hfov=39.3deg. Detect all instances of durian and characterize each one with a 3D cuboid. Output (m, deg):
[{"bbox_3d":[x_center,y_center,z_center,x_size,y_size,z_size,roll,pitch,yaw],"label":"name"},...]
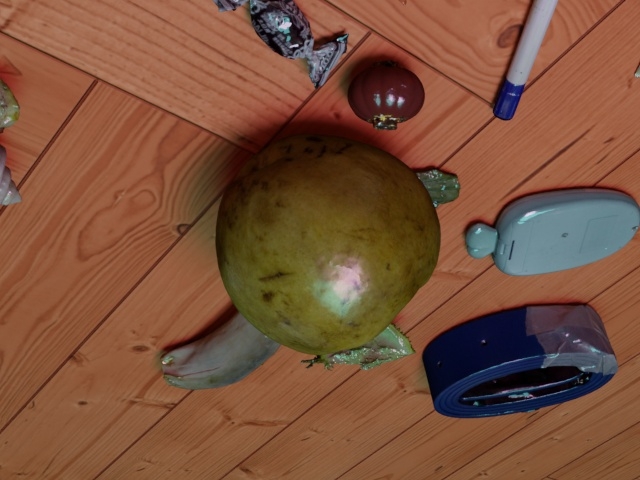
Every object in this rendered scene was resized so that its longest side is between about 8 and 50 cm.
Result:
[{"bbox_3d":[0.058,0.176,1.566,0.215,0.100,0.086,-4,136,-18],"label":"durian"}]

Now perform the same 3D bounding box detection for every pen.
[{"bbox_3d":[0.275,-0.269,1.164,0.033,0.033,0.269,-1,138,-12],"label":"pen"}]

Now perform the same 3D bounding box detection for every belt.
[{"bbox_3d":[0.371,0.228,1.686,0.346,0.117,0.212,-11,140,2],"label":"belt"}]

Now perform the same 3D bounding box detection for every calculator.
[{"bbox_3d":[0.382,-0.010,1.471,0.295,0.042,0.184,-8,139,-5],"label":"calculator"}]

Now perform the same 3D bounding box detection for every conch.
[{"bbox_3d":[-0.470,-0.090,1.154,0.176,0.104,0.094,13,113,-22],"label":"conch"}]

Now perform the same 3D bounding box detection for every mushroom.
[{"bbox_3d":[-0.130,0.158,1.517,0.351,0.095,0.123,-37,113,26],"label":"mushroom"}]

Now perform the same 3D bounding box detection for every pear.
[{"bbox_3d":[0.000,0.000,1.220,0.303,0.304,0.304,-6,139,-6],"label":"pear"}]

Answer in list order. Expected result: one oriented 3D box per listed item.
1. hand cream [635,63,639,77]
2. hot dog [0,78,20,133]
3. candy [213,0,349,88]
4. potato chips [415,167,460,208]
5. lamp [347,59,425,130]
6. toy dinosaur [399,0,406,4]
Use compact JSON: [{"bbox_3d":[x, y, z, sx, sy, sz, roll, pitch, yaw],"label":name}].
[{"bbox_3d":[0.459,-0.263,1.222,0.035,0.022,0.102,-7,144,-5],"label":"hand cream"},{"bbox_3d":[-0.457,-0.182,1.053,0.146,0.103,0.213,-40,141,2],"label":"hot dog"},{"bbox_3d":[-0.047,-0.268,1.079,0.094,0.051,0.226,-33,135,19],"label":"candy"},{"bbox_3d":[0.114,-0.071,1.356,0.207,0.028,0.092,-6,138,-8],"label":"potato chips"},{"bbox_3d":[0.086,-0.189,1.168,0.101,0.090,0.101,-1,177,0],"label":"lamp"},{"bbox_3d":[0.103,-0.328,1.039,0.279,0.055,0.101,22,107,-29],"label":"toy dinosaur"}]
